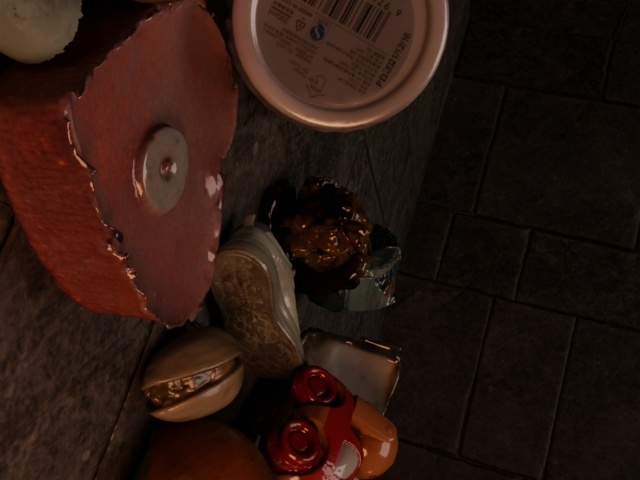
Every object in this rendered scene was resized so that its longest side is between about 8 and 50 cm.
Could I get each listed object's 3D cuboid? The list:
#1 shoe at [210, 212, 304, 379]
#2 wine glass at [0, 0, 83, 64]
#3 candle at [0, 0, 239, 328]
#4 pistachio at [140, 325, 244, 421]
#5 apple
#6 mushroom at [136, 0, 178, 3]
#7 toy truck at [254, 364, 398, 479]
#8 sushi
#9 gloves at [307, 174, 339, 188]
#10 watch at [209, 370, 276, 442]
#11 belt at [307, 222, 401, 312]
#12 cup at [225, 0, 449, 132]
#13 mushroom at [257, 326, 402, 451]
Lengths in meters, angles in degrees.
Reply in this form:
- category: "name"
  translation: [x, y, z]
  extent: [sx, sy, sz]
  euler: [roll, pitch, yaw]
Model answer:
- category: "shoe"
  translation: [-0.093, 0.087, 1.133]
  extent: [0.159, 0.124, 0.316]
  euler: [-81, 165, -46]
- category: "wine glass"
  translation: [-0.237, -0.184, 0.427]
  extent: [0.202, 0.093, 0.092]
  euler: [26, 78, -74]
- category: "candle"
  translation: [-0.190, -0.078, 0.630]
  extent: [0.287, 0.132, 0.316]
  euler: [4, 89, -77]
- category: "pistachio"
  translation: [-0.175, 0.186, 0.958]
  extent: [0.185, 0.125, 0.124]
  euler: [-17, 121, -54]
- category: "apple"
  translation: [-0.184, 0.375, 0.948]
  extent: [0.226, 0.246, 0.246]
  euler: [-31, 137, -41]
- category: "mushroom"
  translation: [-0.129, -0.311, 0.528]
  extent: [0.255, 0.184, 0.254]
  euler: [11, 76, -52]
- category: "toy truck"
  translation: [0.008, 0.351, 1.129]
  extent: [0.189, 0.239, 0.264]
  euler: [-49, -171, 39]
- category: "sushi"
  translation: [0.000, -0.006, 1.238]
  extent: [0.213, 0.204, 0.199]
  euler: [-63, 157, -56]
- category: "gloves"
  translation: [-0.003, -0.055, 1.437]
  extent: [0.114, 0.071, 0.153]
  euler: [9, 96, -75]
- category: "watch"
  translation: [-0.136, 0.289, 1.272]
  extent: [0.193, 0.069, 0.206]
  euler: [81, 30, -63]
- category: "belt"
  translation: [0.080, 0.060, 1.585]
  extent: [0.257, 0.207, 0.149]
  euler: [-66, 161, -61]
- category: "cup"
  translation: [0.013, -0.256, 0.798]
  extent: [0.371, 0.254, 0.253]
  euler: [-90, -172, -72]
- category: "mushroom"
  translation: [0.002, 0.358, 1.441]
  extent: [0.397, 0.225, 0.313]
  euler: [115, -8, -74]
